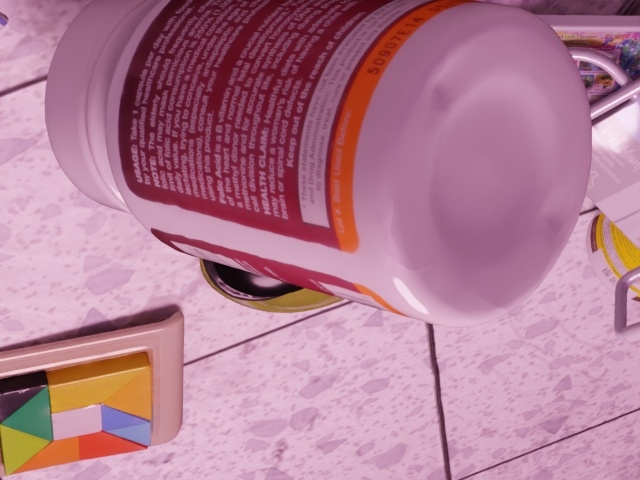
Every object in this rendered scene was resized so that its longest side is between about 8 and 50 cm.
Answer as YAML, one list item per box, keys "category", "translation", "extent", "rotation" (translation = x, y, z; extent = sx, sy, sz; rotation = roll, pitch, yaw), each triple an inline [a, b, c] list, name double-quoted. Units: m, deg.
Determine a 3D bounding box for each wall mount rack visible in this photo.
- category: "wall mount rack"
  translation: [0.341, -0.047, 1.732]
  extent: [0.304, 0.130, 0.350]
  rotation: [-29, 123, 32]

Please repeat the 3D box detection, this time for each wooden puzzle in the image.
- category: "wooden puzzle"
  translation: [-0.250, 0.172, 1.922]
  extent: [0.238, 0.044, 0.221]
  rotation: [-14, 145, -15]

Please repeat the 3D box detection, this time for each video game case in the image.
- category: "video game case"
  translation: [0.230, -0.157, 1.753]
  extent: [0.157, 0.019, 0.143]
  rotation: [1, 143, 0]

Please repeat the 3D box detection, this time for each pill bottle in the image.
- category: "pill bottle"
  translation: [0.380, -0.021, 1.937]
  extent: [0.117, 0.117, 0.215]
  rotation: [0, 158, -32]
- category: "pill bottle"
  translation: [-0.015, -0.082, 1.389]
  extent: [0.224, 0.392, 0.224]
  rotation: [-14, 110, -42]

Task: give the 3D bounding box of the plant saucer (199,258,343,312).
- category: "plant saucer"
  translation: [0.000, 0.000, 1.851]
  extent: [0.241, 0.037, 0.241]
  rotation: [-17, 146, -12]

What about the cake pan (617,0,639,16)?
- category: "cake pan"
  translation: [0.413, -0.197, 1.828]
  extent: [0.293, 0.054, 0.293]
  rotation: [-16, 146, -12]

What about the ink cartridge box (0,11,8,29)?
- category: "ink cartridge box"
  translation: [-0.451, -0.144, 1.347]
  extent: [0.330, 0.071, 0.324]
  rotation: [-38, 143, 14]

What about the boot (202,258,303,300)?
- category: "boot"
  translation: [0.042, -0.038, 1.617]
  extent: [0.348, 0.260, 0.131]
  rotation: [-38, 108, 9]
